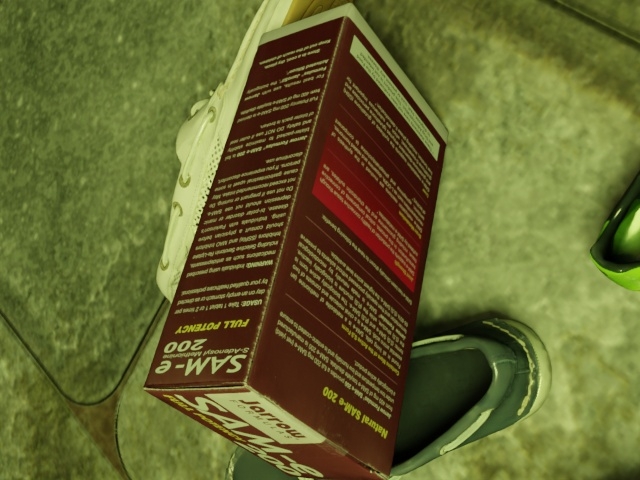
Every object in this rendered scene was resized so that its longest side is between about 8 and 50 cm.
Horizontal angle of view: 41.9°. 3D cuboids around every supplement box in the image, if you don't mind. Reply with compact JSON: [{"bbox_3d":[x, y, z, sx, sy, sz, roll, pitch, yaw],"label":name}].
[{"bbox_3d":[0.000,0.000,0.480,0.073,0.130,0.239,-10,53,35],"label":"supplement box"}]

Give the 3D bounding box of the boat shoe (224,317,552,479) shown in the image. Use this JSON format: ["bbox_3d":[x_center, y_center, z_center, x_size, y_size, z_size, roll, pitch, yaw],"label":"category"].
[{"bbox_3d":[0.024,0.122,0.537,0.254,0.079,0.095,-26,70,31],"label":"boat shoe"}]

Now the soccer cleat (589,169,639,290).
[{"bbox_3d":[0.206,-0.047,0.427,0.060,0.072,0.179,42,109,31],"label":"soccer cleat"}]

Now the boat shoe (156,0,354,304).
[{"bbox_3d":[-0.062,-0.069,0.605,0.096,0.098,0.277,28,103,33],"label":"boat shoe"}]
